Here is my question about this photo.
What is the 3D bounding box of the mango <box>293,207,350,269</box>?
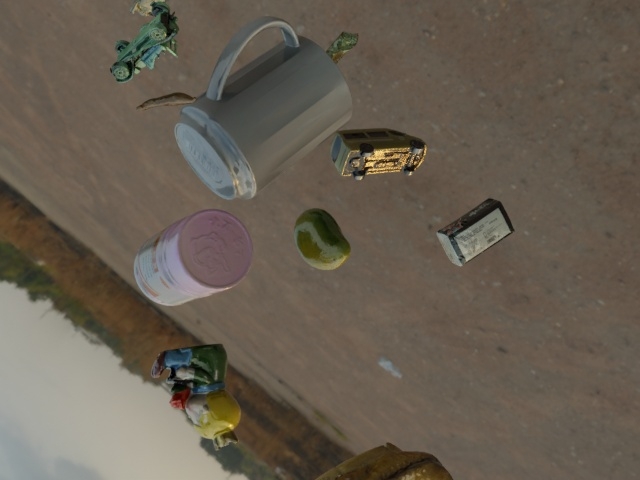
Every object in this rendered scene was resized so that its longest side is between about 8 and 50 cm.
[{"bbox_3d":[-0.003,0.001,1.697,0.086,0.122,0.191,27,-155,-41],"label":"mango"}]

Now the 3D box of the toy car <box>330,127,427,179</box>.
[{"bbox_3d":[0.158,-0.244,1.924,0.124,0.257,0.101,61,146,36],"label":"toy car"}]

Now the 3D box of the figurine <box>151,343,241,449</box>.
[{"bbox_3d":[-0.276,0.354,1.585,0.127,0.185,0.234,-20,76,59],"label":"figurine"}]

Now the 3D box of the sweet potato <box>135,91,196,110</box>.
[{"bbox_3d":[-0.286,-0.259,1.317,0.115,0.026,0.026,-8,151,5],"label":"sweet potato"}]

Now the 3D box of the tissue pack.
[{"bbox_3d":[0.393,-0.021,1.804,0.103,0.170,0.090,60,173,-19],"label":"tissue pack"}]

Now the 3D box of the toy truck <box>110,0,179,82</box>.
[{"bbox_3d":[-0.300,-0.338,1.247,0.154,0.080,0.078,-33,135,32],"label":"toy truck"}]

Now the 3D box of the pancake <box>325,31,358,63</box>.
[{"bbox_3d":[-0.032,-0.378,1.799,0.054,0.376,0.197,36,-165,-9],"label":"pancake"}]

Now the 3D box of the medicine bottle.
[{"bbox_3d":[-0.323,0.048,1.772,0.202,0.202,0.316,46,148,-16],"label":"medicine bottle"}]

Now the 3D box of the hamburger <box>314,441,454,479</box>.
[{"bbox_3d":[0.089,0.475,1.106,0.174,0.305,0.284,12,116,57],"label":"hamburger"}]

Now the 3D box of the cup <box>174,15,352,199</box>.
[{"bbox_3d":[-0.133,-0.285,1.493,0.237,0.327,0.322,32,151,39],"label":"cup"}]

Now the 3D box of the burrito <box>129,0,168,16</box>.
[{"bbox_3d":[-0.390,-0.602,1.706,0.063,0.058,0.230,52,141,-12],"label":"burrito"}]
